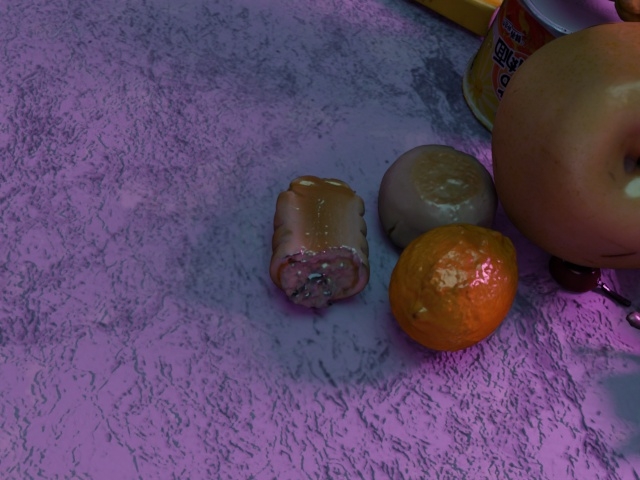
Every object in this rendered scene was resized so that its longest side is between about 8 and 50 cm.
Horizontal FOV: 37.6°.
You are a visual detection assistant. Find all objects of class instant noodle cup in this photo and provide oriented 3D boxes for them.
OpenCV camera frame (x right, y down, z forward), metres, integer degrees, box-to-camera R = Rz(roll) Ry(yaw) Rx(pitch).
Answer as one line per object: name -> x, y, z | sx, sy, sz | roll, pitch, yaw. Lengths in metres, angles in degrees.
instant noodle cup -> 0.348, -0.275, 1.338 | 0.264, 0.200, 0.264 | 4, 53, -5

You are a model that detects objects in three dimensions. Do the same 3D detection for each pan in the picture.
pan -> 0.348, 0.046, 1.199 | 0.115, 0.023, 0.068 | 32, 54, 16

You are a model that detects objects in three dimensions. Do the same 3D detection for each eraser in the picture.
eraser -> 0.219, -0.429, 1.519 | 0.226, 0.069, 0.158 | 34, 56, 17

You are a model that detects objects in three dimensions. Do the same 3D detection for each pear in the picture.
pear -> 0.353, -0.109, 1.117 | 0.309, 0.309, 0.309 | 4, 52, -5

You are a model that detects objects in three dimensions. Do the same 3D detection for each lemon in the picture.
lemon -> 0.158, 0.049, 1.094 | 0.142, 0.142, 0.187 | 39, 54, 20

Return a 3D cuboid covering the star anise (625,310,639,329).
star anise -> 0.462, 0.166, 1.083 | 0.209, 0.089, 0.231 | -17, 57, -10

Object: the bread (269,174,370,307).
bread -> 0.000, 0.000, 1.143 | 0.119, 0.084, 0.177 | 7, 51, -6

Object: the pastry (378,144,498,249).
pastry -> 0.150, -0.050, 1.203 | 0.156, 0.092, 0.156 | 0, 54, 0

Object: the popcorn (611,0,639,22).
popcorn -> 0.391, -0.409, 1.178 | 0.174, 0.225, 0.286 | -27, 60, -20
